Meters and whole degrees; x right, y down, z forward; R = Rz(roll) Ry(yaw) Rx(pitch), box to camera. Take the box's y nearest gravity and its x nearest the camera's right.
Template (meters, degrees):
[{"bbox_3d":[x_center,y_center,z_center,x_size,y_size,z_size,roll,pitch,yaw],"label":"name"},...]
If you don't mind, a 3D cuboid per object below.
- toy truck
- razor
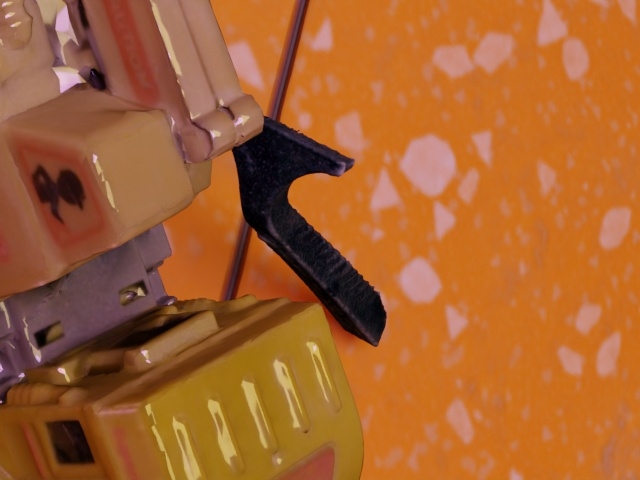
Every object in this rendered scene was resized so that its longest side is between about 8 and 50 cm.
[{"bbox_3d":[-0.077,-0.005,0.581,0.124,0.157,0.272,-27,104,-42],"label":"toy truck"},{"bbox_3d":[-0.003,0.005,0.680,0.033,0.066,0.190,-57,157,-13],"label":"razor"}]
